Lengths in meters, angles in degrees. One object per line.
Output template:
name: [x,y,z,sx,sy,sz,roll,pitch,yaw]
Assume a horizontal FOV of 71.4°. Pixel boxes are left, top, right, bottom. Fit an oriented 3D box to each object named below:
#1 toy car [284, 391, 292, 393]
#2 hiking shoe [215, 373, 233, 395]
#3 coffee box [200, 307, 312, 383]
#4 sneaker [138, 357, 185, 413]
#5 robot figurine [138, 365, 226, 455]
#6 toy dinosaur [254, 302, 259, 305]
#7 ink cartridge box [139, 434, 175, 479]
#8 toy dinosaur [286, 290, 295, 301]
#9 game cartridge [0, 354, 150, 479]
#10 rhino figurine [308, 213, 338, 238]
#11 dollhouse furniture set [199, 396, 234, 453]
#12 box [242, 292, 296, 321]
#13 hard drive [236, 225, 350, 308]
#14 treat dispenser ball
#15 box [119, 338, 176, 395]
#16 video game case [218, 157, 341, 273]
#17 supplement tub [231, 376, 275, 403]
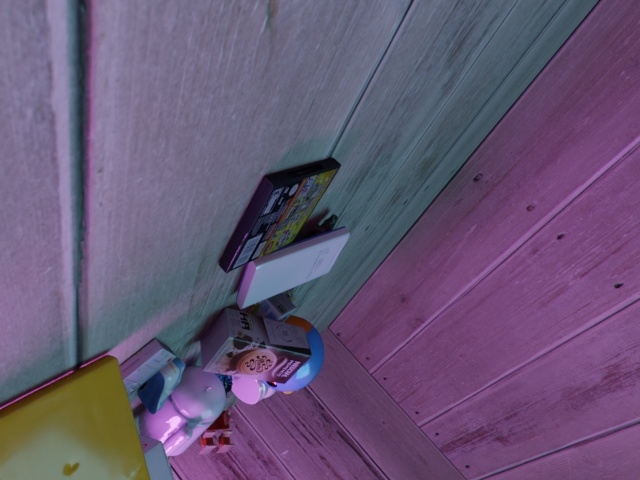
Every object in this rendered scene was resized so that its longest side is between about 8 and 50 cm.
toy car: [-0.055,0.564,1.965,0.225,0.053,0.239,-2,121,-62]
hiking shoe: [-0.370,0.505,1.689,0.113,0.132,0.304,-33,162,-38]
coffee box: [-0.199,0.335,1.388,0.297,0.119,0.168,21,120,-33]
sneaker: [-0.461,0.427,1.299,0.092,0.087,0.229,-30,162,-52]
robot figurine: [-0.451,0.556,1.463,0.353,0.199,0.300,-47,-154,13]
toy dinosaur: [-0.180,0.157,1.339,0.047,0.090,0.082,-39,125,-64]
ink cartridge box: [-0.553,0.592,1.105,0.307,0.129,0.223,-7,-169,37]
toy dinosaur: [-0.139,0.267,1.820,0.092,0.053,0.183,-40,166,-22]
game cartridge: [-0.499,0.434,0.873,0.052,0.324,0.285,1,-164,35]
rhino figurine: [0.000,0.000,1.392,0.106,0.073,0.243,-36,163,-40]
dollhouse furniture set: [-0.504,0.756,1.863,0.259,0.262,0.135,14,131,-34]
box: [-0.198,0.265,1.512,0.203,0.114,0.103,-50,166,23]
hard drive: [-0.078,0.075,1.277,0.318,0.040,0.210,-19,151,-35]
treat dispenser ball: [-0.129,0.433,1.719,0.288,0.288,0.288,-41,166,-13]
box: [-0.462,0.332,1.113,0.186,0.038,0.145,-39,166,-18]
video game case: [-0.093,-0.060,1.028,0.248,0.035,0.275,-27,157,-50]
supplement tub: [-0.229,0.536,1.959,0.331,0.241,0.241,-28,159,-49]
